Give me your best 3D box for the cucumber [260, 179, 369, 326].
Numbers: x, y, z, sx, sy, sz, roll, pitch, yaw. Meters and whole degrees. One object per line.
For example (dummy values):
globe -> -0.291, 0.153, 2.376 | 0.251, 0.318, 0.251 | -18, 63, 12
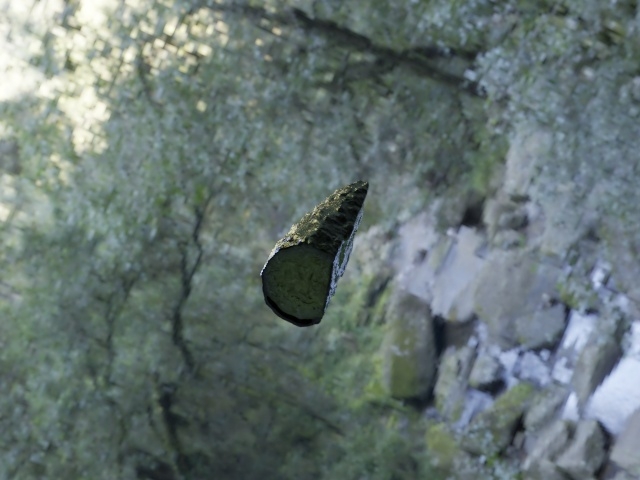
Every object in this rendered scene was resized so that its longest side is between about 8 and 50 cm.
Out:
cucumber -> -0.003, 0.001, 1.021 | 0.211, 0.062, 0.078 | -64, -10, -68
